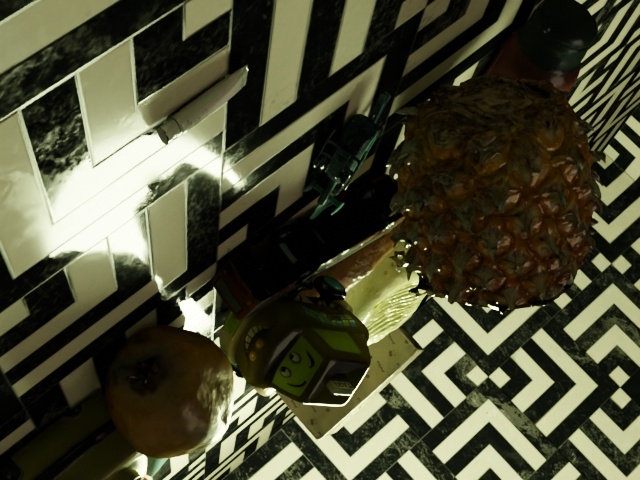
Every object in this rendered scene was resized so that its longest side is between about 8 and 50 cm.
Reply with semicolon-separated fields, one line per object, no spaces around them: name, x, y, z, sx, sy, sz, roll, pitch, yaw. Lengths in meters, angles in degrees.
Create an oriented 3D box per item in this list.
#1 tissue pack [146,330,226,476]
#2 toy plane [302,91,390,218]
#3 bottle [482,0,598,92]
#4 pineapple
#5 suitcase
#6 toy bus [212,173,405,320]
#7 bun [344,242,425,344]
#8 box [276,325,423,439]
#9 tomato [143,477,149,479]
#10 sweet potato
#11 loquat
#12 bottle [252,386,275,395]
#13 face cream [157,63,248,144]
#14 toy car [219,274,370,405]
tissue pack;-0.249;0.277;1.729;0.177;0.089;0.263;-53;177;-29
toy plane;0.031;-0.109;1.485;0.096;0.060;0.235;-48;171;-50
bottle;0.340;-0.259;1.731;0.144;0.144;0.336;-34;163;-35
pineapple;0.261;-0.083;1.585;0.352;0.352;0.300;-35;129;-32
suitcase;-0.370;0.360;1.569;0.235;0.143;0.194;-37;166;-26
toy bus;0.000;0.000;1.652;0.409;0.093;0.092;-29;169;-44
bun;0.113;0.088;2.129;0.259;0.160;0.259;-29;149;-19
box;0.047;0.264;2.322;0.297;0.225;0.190;-43;167;2
tomato;-0.391;0.529;1.940;0.208;0.184;0.208;-34;149;-24
sweet potato;-0.003;0.063;1.832;0.385;0.109;0.109;-33;164;-19
loquat;-0.219;0.216;1.500;0.176;0.187;0.234;-20;156;16
bottle;-0.068;0.239;2.202;0.209;0.097;0.110;-42;-173;-2
face cream;-0.115;-0.136;1.034;0.115;0.020;0.038;-41;166;-21
toy car;-0.020;0.181;1.684;0.248;0.198;0.204;14;114;-45
